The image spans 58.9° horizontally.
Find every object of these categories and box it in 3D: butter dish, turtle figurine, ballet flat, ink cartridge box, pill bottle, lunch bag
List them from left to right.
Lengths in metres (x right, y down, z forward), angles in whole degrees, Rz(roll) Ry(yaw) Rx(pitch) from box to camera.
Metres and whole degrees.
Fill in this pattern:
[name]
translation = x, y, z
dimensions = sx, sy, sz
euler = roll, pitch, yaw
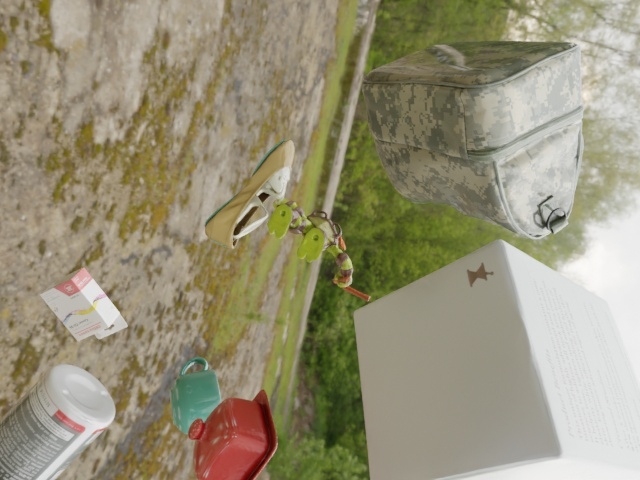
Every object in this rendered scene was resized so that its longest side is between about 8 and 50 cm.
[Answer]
[pill bottle]
translation = -0.563, 0.398, 1.121
dimensions = 0.283, 0.161, 0.161
euler = -45, 172, 1
[ink cartridge box]
translation = -0.610, 0.182, 1.472
dimensions = 0.198, 0.115, 0.067
euler = 58, 20, -19
[butter dish]
translation = -0.157, 0.323, 0.913
dimensions = 0.160, 0.118, 0.160
euler = -54, -156, 9
[ballet flat]
translation = -0.107, -0.078, 1.014
dimensions = 0.232, 0.073, 0.080
euler = -49, 164, -9
[turtle figurine]
translation = 0.000, 0.000, 1.032
dimensions = 0.087, 0.269, 0.217
euler = -40, 168, 9
[lunch bag]
translation = 0.223, -0.149, 0.849
dimensions = 0.305, 0.213, 0.256
euler = 28, -42, 55

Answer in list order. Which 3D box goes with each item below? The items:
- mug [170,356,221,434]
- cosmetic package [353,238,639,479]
[mug]
translation = -0.276, 0.346, 1.233
dimensions = 0.158, 0.097, 0.129
euler = -141, -132, -64
[cosmetic package]
translation = 0.317, 0.256, 0.986
dimensions = 0.327, 0.394, 0.329
euler = -32, -132, 37
